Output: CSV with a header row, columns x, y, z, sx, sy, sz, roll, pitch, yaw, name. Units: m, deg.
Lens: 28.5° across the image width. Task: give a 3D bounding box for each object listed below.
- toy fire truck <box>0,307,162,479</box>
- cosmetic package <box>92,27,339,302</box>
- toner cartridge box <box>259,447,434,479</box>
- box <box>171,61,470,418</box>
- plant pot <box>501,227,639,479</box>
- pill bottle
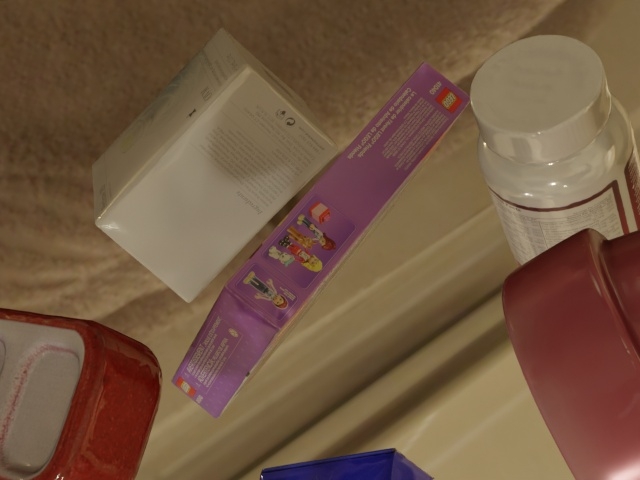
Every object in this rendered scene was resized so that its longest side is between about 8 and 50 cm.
x,y,z,sx,sy,sz,roll,pitch,yaw,name
-0.206,0.144,0.571,0.302,0.253,0.169,4,160,46,toy fire truck
-0.123,-0.088,1.350,0.138,0.224,0.224,41,-173,-21,cosmetic package
0.002,0.371,1.140,0.165,0.347,0.075,-16,140,35,toner cartridge box
0.000,0.000,1.072,0.057,0.293,0.201,39,147,3,box
0.218,0.060,0.626,0.180,0.201,0.201,-31,92,17,plant pot
0.194,-0.052,1.005,0.121,0.121,0.221,31,161,39,pill bottle
